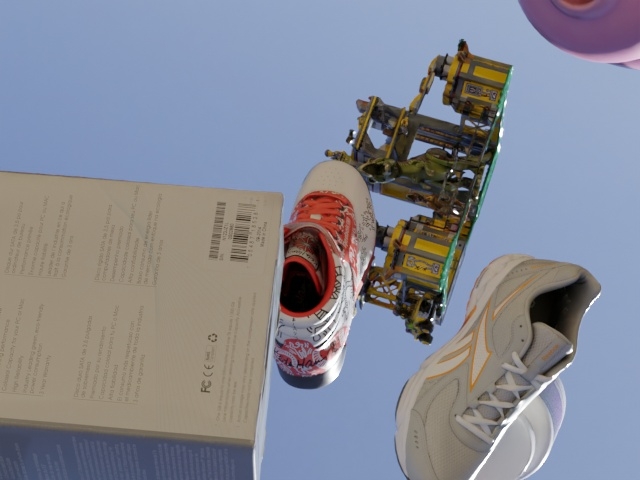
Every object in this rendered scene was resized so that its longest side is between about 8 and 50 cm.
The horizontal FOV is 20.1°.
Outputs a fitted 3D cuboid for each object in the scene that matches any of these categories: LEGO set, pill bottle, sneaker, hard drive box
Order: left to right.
[{"bbox_3d":[-0.144,0.057,1.115,0.232,0.089,0.181,5,-122,2],"label":"hard drive box"},{"bbox_3d":[0.001,0.001,1.803,0.090,0.145,0.270,5,-122,9],"label":"sneaker"},{"bbox_3d":[0.082,-0.066,2.036,0.192,0.331,0.255,16,166,9],"label":"LEGO set"},{"bbox_3d":[0.162,0.118,1.627,0.099,0.262,0.121,39,157,-25],"label":"sneaker"},{"bbox_3d":[0.182,0.180,1.797,0.108,0.108,0.193,11,-169,11],"label":"pill bottle"}]

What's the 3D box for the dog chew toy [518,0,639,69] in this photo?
[{"bbox_3d":[0.234,-0.211,1.254,0.206,0.207,0.332,16,-155,22],"label":"dog chew toy"}]
